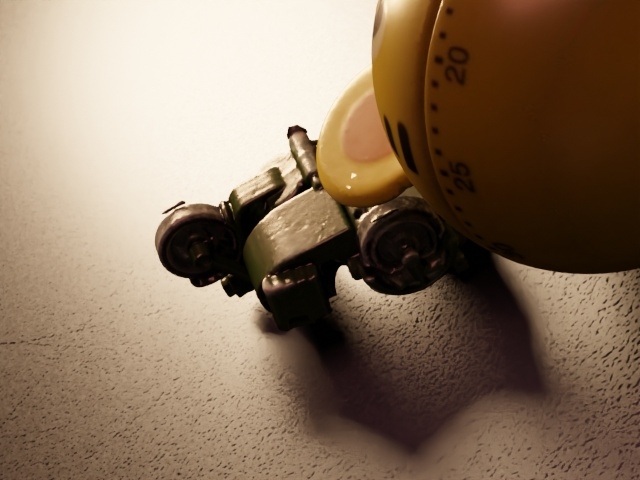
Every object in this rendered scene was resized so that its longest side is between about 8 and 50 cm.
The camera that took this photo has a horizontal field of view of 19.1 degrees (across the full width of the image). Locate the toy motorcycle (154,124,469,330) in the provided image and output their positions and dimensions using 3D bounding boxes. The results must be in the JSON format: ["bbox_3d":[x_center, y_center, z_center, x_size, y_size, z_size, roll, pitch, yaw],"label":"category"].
[{"bbox_3d":[0.000,0.000,1.677,0.275,0.127,0.205,-29,42,5],"label":"toy motorcycle"}]

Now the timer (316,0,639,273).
[{"bbox_3d":[0.177,-0.156,1.482,0.376,0.376,0.387,-50,42,-9],"label":"timer"}]
